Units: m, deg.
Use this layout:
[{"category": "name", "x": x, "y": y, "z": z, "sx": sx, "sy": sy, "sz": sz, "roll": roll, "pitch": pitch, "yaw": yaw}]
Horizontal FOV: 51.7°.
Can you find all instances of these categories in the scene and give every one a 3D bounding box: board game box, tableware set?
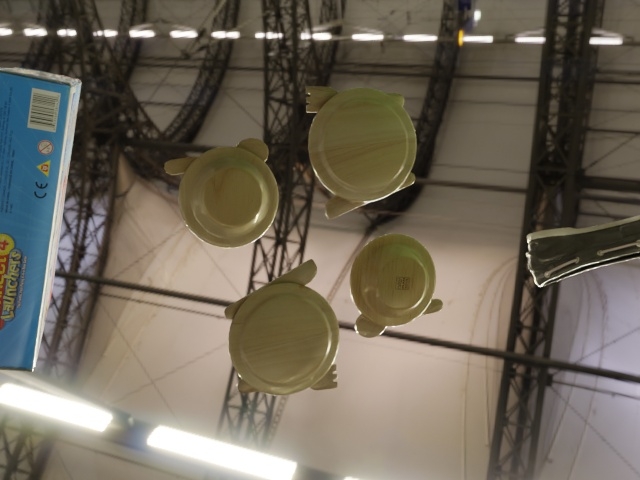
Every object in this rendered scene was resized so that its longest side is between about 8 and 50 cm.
[{"category": "board game box", "x": -0.357, "y": -0.048, "z": 0.795, "sx": 0.086, "sy": 0.309, "sz": 0.302, "roll": 8, "pitch": -169, "yaw": -20}, {"category": "tableware set", "x": 0.000, "y": 0.000, "z": 0.374, "sx": 0.141, "sy": 0.169, "sz": 0.020, "roll": -18, "pitch": -171, "yaw": -15}]

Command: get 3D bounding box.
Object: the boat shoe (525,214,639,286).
[{"category": "boat shoe", "x": 0.509, "y": 0.014, "z": 1.103, "sx": 0.335, "sy": 0.096, "sz": 0.112, "roll": -12, "pitch": 167, "yaw": 41}]
